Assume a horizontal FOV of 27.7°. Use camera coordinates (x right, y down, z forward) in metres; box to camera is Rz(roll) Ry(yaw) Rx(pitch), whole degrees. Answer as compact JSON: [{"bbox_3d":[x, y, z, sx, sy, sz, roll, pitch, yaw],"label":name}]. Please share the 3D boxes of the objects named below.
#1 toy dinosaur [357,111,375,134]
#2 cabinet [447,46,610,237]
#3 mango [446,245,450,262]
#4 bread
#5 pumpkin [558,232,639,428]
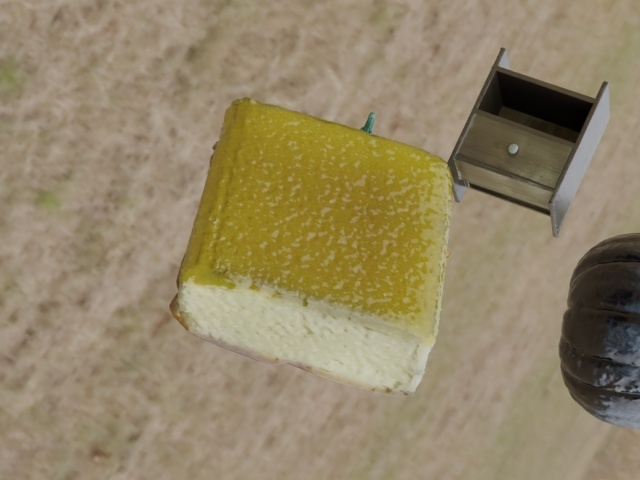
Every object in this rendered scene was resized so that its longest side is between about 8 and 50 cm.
[{"bbox_3d":[0.068,-0.157,2.205,0.096,0.059,0.132,-45,156,-73],"label":"toy dinosaur"},{"bbox_3d":[0.315,-0.148,1.956,0.215,0.174,0.148,-64,160,-12],"label":"cabinet"},{"bbox_3d":[0.087,0.071,1.881,0.252,0.154,0.126,-51,157,14],"label":"mango"},{"bbox_3d":[0.000,0.000,1.608,0.143,0.323,0.333,114,-9,-48],"label":"bread"},{"bbox_3d":[0.581,0.163,2.365,0.363,0.266,0.363,-31,125,-57],"label":"pumpkin"}]
